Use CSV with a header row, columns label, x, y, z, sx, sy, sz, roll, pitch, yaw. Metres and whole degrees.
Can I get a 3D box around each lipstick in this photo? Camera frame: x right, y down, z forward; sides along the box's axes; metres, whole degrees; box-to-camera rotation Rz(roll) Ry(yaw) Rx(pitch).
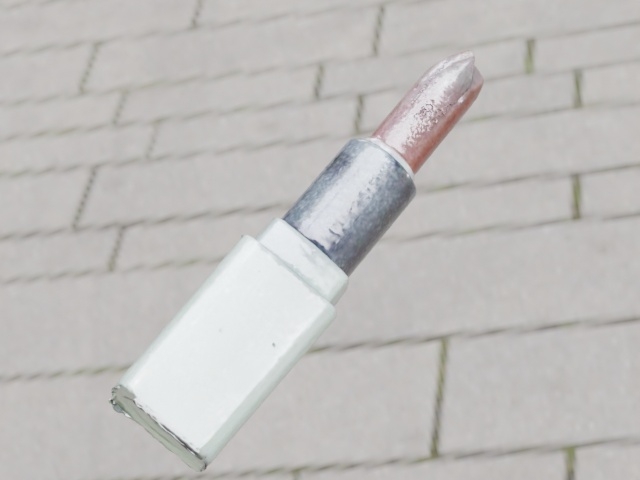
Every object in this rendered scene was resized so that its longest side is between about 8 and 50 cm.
label,x,y,z,sx,sy,sz,roll,pitch,yaw
lipstick,0.000,0.000,0.408,0.025,0.025,0.107,40,73,1
